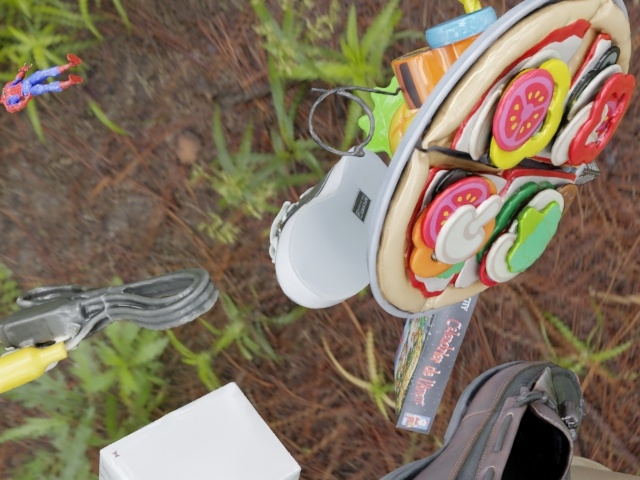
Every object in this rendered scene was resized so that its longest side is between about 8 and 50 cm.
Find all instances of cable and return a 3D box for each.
[{"bbox_3d":[-0.211,0.079,1.366,0.287,0.139,0.072,-13,112,21],"label":"cable"}]

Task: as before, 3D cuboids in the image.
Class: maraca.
[{"bbox_3d":[0.133,-0.137,1.798,0.186,0.099,0.127,27,95,26],"label":"maraca"}]

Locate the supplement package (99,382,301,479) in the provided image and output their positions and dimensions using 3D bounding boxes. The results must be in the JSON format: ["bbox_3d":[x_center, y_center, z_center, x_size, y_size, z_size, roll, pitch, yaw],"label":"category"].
[{"bbox_3d":[-0.151,0.319,1.722,0.194,0.203,0.149,-26,58,-28],"label":"supplement package"}]

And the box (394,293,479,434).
[{"bbox_3d":[0.144,0.100,1.755,0.044,0.159,0.233,14,119,-5],"label":"box"}]

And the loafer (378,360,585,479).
[{"bbox_3d":[0.129,0.158,0.942,0.095,0.302,0.109,-12,99,34],"label":"loafer"}]

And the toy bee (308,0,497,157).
[{"bbox_3d":[0.134,-0.185,1.400,0.298,0.162,0.195,0,100,-3],"label":"toy bee"}]

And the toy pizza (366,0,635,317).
[{"bbox_3d":[0.101,-0.038,0.728,0.032,0.201,0.201,38,85,28],"label":"toy pizza"}]

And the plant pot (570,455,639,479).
[{"bbox_3d":[0.268,0.321,1.132,0.280,0.323,0.323,-20,69,49],"label":"plant pot"}]

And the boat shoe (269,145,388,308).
[{"bbox_3d":[-0.003,-0.003,1.570,0.113,0.306,0.105,44,120,-15],"label":"boat shoe"}]

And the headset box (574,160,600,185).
[{"bbox_3d":[0.278,-0.099,1.618,0.032,0.083,0.062,-32,68,33],"label":"headset box"}]

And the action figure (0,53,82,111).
[{"bbox_3d":[-0.298,-0.159,1.456,0.115,0.030,0.038,-19,73,29],"label":"action figure"}]
